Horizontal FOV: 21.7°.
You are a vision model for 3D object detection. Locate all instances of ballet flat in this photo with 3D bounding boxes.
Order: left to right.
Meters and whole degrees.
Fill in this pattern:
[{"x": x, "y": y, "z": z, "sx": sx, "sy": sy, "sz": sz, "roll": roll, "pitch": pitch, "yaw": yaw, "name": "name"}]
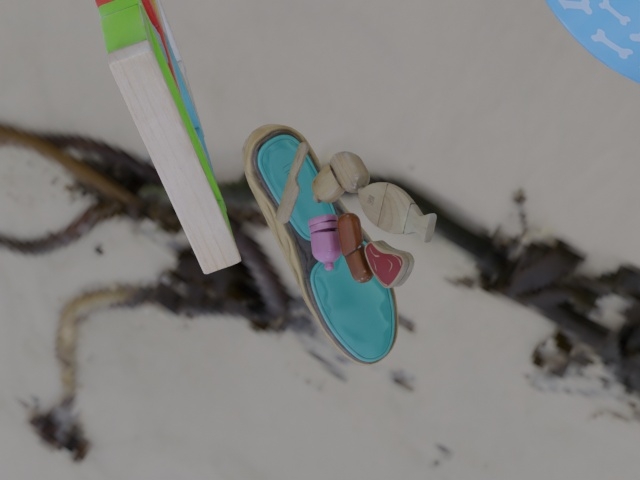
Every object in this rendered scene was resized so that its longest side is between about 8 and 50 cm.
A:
[{"x": 0.000, "y": 0.000, "z": 1.460, "sx": 0.232, "sy": 0.080, "sz": 0.073, "roll": 65, "pitch": 166, "yaw": -14, "name": "ballet flat"}]

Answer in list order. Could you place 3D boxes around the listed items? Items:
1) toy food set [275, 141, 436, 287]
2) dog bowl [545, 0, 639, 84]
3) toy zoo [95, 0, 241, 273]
[{"x": 0.023, "y": -0.010, "z": 1.029, "sx": 0.122, "sy": 0.019, "sz": 0.078, "roll": 37, "pitch": 118, "yaw": 39, "name": "toy food set"}, {"x": 0.224, "y": -0.127, "z": 0.832, "sx": 0.297, "sy": 0.166, "sz": 0.074, "roll": 22, "pitch": 144, "yaw": -25, "name": "dog bowl"}, {"x": -0.123, "y": -0.138, "z": 1.186, "sx": 0.030, "sy": 0.293, "sz": 0.192, "roll": -20, "pitch": 133, "yaw": 1, "name": "toy zoo"}]
